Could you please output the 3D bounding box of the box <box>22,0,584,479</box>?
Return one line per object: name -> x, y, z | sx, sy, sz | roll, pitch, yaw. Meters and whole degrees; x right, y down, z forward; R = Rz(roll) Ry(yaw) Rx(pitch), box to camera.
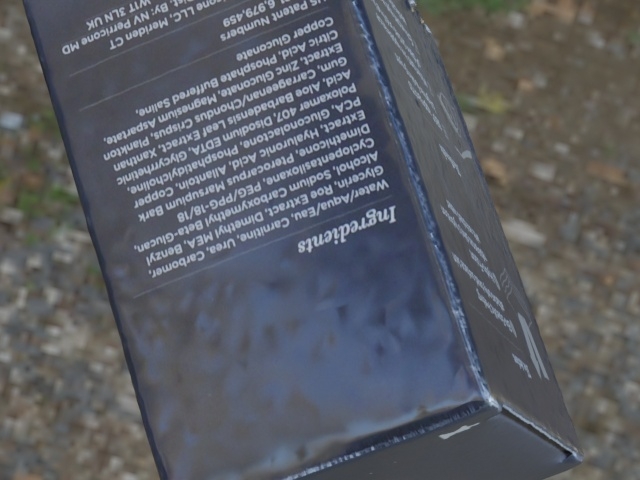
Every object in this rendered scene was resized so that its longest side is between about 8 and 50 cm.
box -> 0.000, 0.000, 0.580 | 0.093, 0.158, 0.156 | -22, -17, 11
